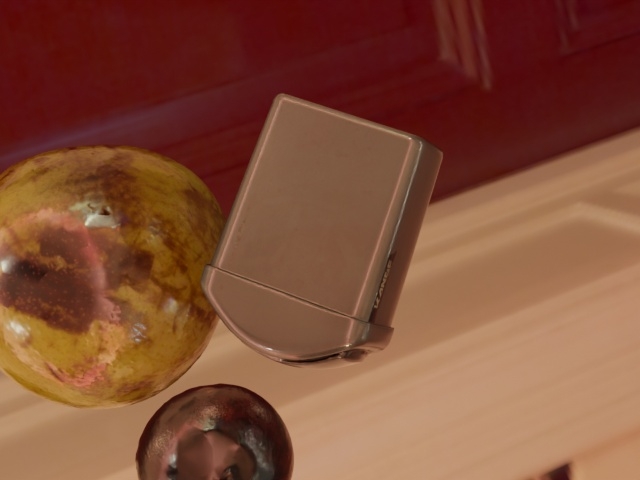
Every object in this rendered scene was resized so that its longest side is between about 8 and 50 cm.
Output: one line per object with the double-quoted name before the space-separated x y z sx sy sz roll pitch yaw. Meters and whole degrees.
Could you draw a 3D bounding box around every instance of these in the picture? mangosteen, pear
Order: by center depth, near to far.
"pear" -0.228 0.030 1.535 0.283 0.283 0.283 45 145 44
"mangosteen" -0.143 0.329 2.120 0.228 0.228 0.265 98 166 -45

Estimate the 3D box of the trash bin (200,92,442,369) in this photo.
"trash bin" 0.000 0.000 1.404 0.176 0.101 0.236 20 91 22
